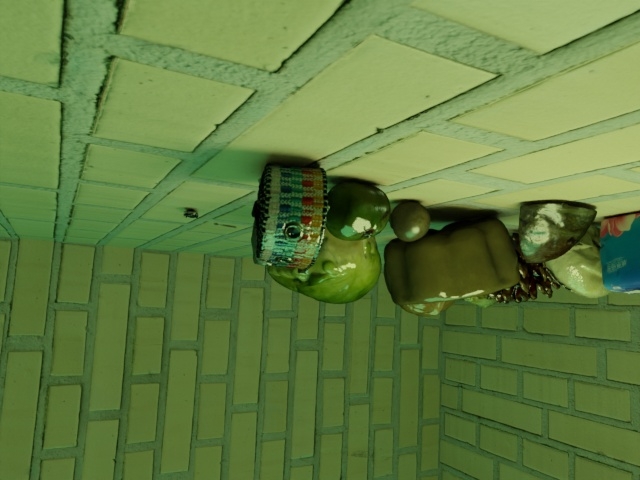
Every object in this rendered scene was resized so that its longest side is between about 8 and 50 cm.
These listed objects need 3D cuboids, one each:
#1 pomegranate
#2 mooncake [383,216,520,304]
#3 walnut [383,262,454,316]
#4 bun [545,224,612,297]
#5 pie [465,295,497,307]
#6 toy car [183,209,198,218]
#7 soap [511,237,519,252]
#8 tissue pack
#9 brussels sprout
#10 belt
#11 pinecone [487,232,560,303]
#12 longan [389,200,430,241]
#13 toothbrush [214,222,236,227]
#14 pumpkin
[{"bbox_3d":[0.061,-0.066,1.163,0.152,0.131,0.191,4,-178,-37],"label":"pomegranate"},{"bbox_3d":[0.362,0.054,1.462,0.378,0.201,0.378,-12,178,0],"label":"mooncake"},{"bbox_3d":[0.416,0.158,2.123,0.332,0.333,0.333,3,173,0],"label":"walnut"},{"bbox_3d":[0.770,0.048,1.487,0.239,0.239,0.141,6,148,-23],"label":"bun"},{"bbox_3d":[0.540,0.110,1.890,0.371,0.297,0.078,8,139,-40],"label":"pie"},{"bbox_3d":[-0.408,-0.084,1.622,0.041,0.025,0.093,2,177,-9],"label":"toy car"},{"bbox_3d":[0.776,0.034,1.916,0.259,0.081,0.181,0,173,23],"label":"soap"},{"bbox_3d":[0.842,0.030,1.286,0.137,0.209,0.269,2,174,-17],"label":"tissue pack"},{"bbox_3d":[0.025,0.035,1.483,0.314,0.276,0.371,19,161,-18],"label":"brussels sprout"},{"bbox_3d":[-0.064,-0.045,1.043,0.150,0.207,0.257,6,165,-10],"label":"belt"},{"bbox_3d":[0.670,0.093,1.711,0.309,0.244,0.244,-26,160,28],"label":"pinecone"},{"bbox_3d":[0.224,-0.049,1.327,0.119,0.106,0.106,5,176,37],"label":"longan"},{"bbox_3d":[-0.356,-0.056,1.932,0.097,0.006,0.008,9,167,-42],"label":"toothbrush"},{"bbox_3d":[0.625,-0.009,1.347,0.169,0.148,0.312,4,179,29],"label":"pumpkin"}]
